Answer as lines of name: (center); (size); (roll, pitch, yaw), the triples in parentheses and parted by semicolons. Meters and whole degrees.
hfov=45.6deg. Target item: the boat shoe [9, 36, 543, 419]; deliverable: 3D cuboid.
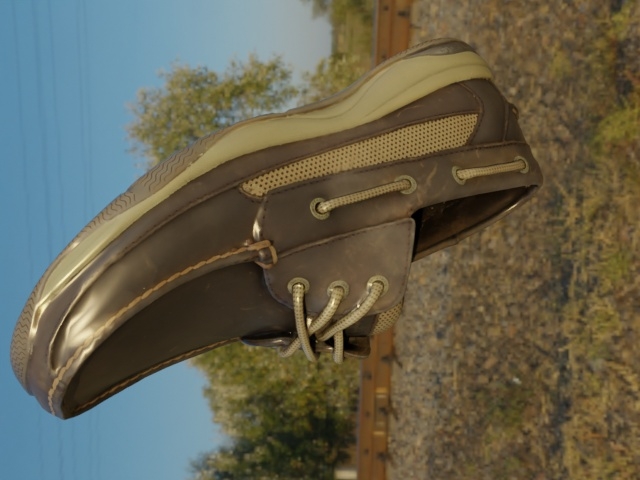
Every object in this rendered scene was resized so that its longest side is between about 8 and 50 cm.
boat shoe: (0.000, 0.000, 0.445); (0.130, 0.355, 0.132); (50, 157, 17)
